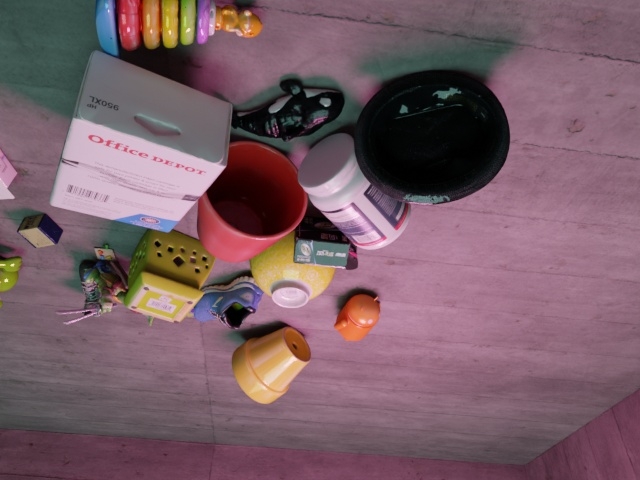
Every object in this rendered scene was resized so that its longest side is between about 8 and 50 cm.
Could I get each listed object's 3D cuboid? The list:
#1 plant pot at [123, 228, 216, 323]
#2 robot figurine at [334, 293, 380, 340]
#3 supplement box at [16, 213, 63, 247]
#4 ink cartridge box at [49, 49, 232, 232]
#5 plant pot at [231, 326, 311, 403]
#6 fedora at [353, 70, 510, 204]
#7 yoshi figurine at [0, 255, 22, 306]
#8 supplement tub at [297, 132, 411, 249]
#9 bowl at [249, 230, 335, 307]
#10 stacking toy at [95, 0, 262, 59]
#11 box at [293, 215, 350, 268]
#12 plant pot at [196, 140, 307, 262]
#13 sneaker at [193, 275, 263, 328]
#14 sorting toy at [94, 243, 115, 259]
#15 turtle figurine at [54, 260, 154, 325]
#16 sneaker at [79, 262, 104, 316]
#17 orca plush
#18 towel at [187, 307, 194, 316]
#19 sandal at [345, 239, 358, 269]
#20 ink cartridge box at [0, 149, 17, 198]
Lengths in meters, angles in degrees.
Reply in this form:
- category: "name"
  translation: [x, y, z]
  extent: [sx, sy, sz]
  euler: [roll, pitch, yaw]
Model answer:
- category: "plant pot"
  translation: [-0.479, 0.120, 1.565]
  extent: [0.228, 0.207, 0.227]
  euler: [23, 135, -25]
- category: "robot figurine"
  translation: [0.133, 0.276, 1.782]
  extent: [0.157, 0.128, 0.219]
  euler: [14, 138, -13]
- category: "supplement box"
  translation: [-0.853, -0.028, 1.521]
  extent: [0.083, 0.056, 0.083]
  euler: [-9, 139, 13]
- category: "ink cartridge box"
  translation: [-0.400, -0.184, 1.091]
  extent: [0.285, 0.166, 0.395]
  euler: [15, 154, -29]
- category: "plant pot"
  translation: [-0.177, 0.467, 1.954]
  extent: [0.239, 0.254, 0.254]
  euler: [-39, 127, 19]
- category: "fedora"
  translation: [0.246, -0.214, 1.133]
  extent: [0.333, 0.334, 0.152]
  euler: [-5, 170, 9]
- category: "yoshi figurine"
  translation: [-1.077, 0.057, 1.587]
  extent: [0.202, 0.203, 0.362]
  euler: [-23, 136, -34]
- category: "supplement tub"
  translation: [0.089, -0.119, 1.263]
  extent: [0.191, 0.191, 0.272]
  euler: [-24, 134, 28]
- category: "bowl"
  translation: [-0.090, 0.119, 1.585]
  extent: [0.289, 0.156, 0.290]
  euler: [1, 140, 1]
- category: "stacking toy"
  translation: [-0.260, -0.435, 0.954]
  extent: [0.301, 0.166, 0.175]
  euler: [1, 158, -16]
- category: "box"
  translation: [0.000, 0.000, 1.409]
  extent: [0.147, 0.180, 0.078]
  euler: [7, 113, -4]
- category: "plant pot"
  translation: [-0.201, -0.077, 1.291]
  extent: [0.274, 0.275, 0.243]
  euler: [18, 148, -18]
- category: "sneaker"
  translation: [-0.336, 0.234, 1.736]
  extent: [0.329, 0.147, 0.129]
  euler: [-23, 134, 36]
- category: "sorting toy"
  translation: [-0.706, 0.038, 1.628]
  extent: [0.061, 0.012, 0.083]
  euler: [7, 140, -5]
- category: "turtle figurine"
  translation: [-0.679, 0.226, 1.629]
  extent: [0.266, 0.275, 0.198]
  euler: [27, 132, -11]
- category: "sneaker"
  translation: [-0.783, 0.187, 1.715]
  extent: [0.086, 0.132, 0.229]
  euler: [3, 140, -1]
- category: "orca plush"
  translation: [-0.089, -0.279, 1.150]
  extent: [0.286, 0.102, 0.151]
  euler: [2, 140, 0]
- category: "towel"
  translation: [-0.497, 0.264, 1.890]
  extent: [0.060, 0.010, 0.083]
  euler: [-11, 138, 14]
- category: "sandal"
  translation: [0.088, 0.047, 1.579]
  extent: [0.067, 0.040, 0.179]
  euler: [-7, 139, 11]
- category: "ink cartridge box"
  translation: [-0.894, -0.198, 1.313]
  extent: [0.115, 0.067, 0.198]
  euler: [-1, 138, 5]
